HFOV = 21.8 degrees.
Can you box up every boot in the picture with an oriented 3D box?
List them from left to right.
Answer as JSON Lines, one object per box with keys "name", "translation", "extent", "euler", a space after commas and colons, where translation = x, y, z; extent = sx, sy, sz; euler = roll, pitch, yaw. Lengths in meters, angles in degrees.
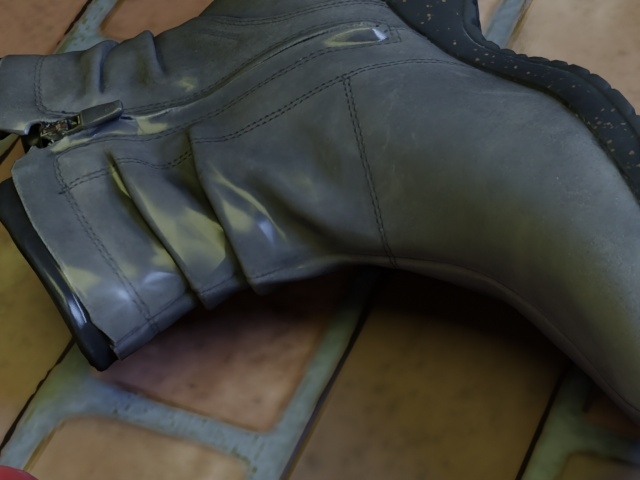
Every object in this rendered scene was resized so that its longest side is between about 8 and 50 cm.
{"name": "boot", "translation": [0.000, 0.000, 0.660], "extent": [0.223, 0.118, 0.338], "euler": [-26, 40, -9]}

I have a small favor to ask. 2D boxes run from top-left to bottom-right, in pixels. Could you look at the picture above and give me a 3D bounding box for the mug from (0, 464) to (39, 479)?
{"name": "mug", "translation": [-0.078, 0.159, 0.526], "extent": [0.150, 0.113, 0.169], "euler": [-33, 56, -16]}
